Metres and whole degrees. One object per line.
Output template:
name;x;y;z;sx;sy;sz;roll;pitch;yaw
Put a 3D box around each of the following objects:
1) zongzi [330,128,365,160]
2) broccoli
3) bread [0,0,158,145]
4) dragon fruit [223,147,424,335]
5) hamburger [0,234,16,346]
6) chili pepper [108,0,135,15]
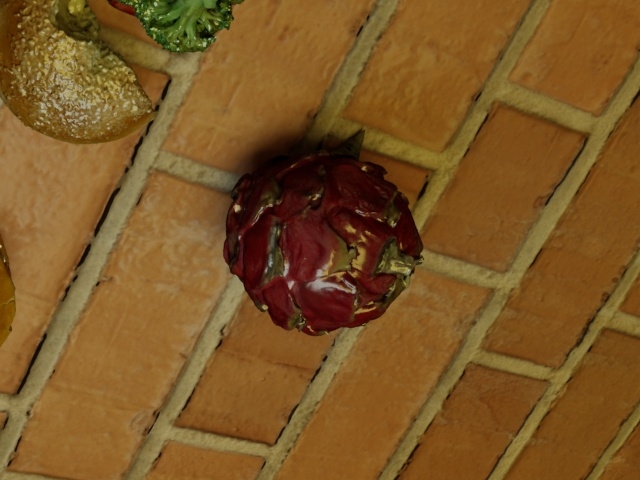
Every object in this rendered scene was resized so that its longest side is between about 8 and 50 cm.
zongzi;0.057;-0.141;2.096;0.083;0.040;0.076;-42;136;-15
broccoli;-0.172;-0.380;1.668;0.254;0.269;0.269;-15;125;-15
bread;-0.379;-0.255;1.754;0.192;0.171;0.314;-30;126;-7
dragon fruit;-0.001;0.002;1.988;0.329;0.329;0.329;-11;124;-16
hamburger;-0.629;0.087;1.871;0.314;0.170;0.289;-22;120;-6
chili pepper;-0.250;-0.362;1.804;0.123;0.070;0.073;11;99;-26
